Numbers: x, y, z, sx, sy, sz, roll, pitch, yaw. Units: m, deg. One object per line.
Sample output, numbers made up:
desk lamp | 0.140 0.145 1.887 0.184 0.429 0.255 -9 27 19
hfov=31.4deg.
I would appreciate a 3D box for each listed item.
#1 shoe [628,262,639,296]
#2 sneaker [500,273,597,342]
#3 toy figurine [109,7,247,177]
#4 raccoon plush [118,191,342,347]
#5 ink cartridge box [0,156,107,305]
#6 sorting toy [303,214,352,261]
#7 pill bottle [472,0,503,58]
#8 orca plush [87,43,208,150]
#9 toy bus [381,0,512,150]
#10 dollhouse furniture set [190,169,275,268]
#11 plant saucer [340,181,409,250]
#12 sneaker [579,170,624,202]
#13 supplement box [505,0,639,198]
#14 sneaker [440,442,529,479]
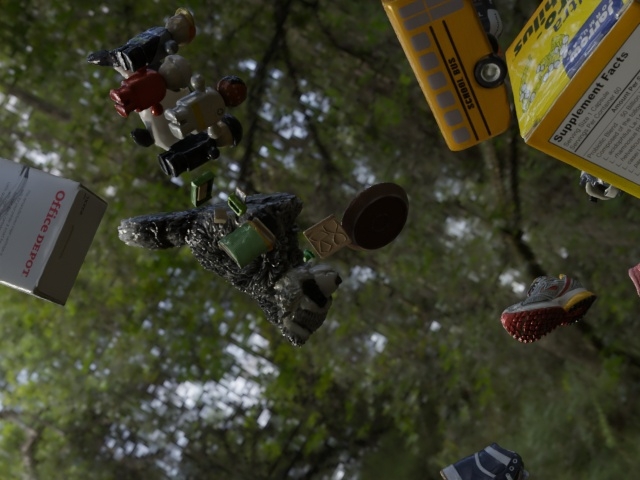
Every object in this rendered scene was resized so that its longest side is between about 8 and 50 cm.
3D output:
shoe | 0.712 0.111 2.334 0.081 0.178 0.063 -36 2 32
sneaker | 0.399 0.119 2.064 0.225 0.093 0.088 -12 -43 -43
toy figurine | -0.215 -0.231 1.786 0.148 0.213 0.209 -33 -14 -24
raccoon plush | -0.174 0.069 2.350 0.216 0.446 0.299 -28 -69 -57
ink cartridge box | -0.598 -0.031 2.179 0.223 0.307 0.129 -69 -20 -9
sorting toy | 0.000 0.000 1.806 0.083 0.062 0.012 -31 26 11
pill bottle | 0.293 -0.469 2.324 0.130 0.246 0.130 -18 -10 -3
orca plush | -0.298 -0.253 1.985 0.151 0.102 0.287 -46 -46 12
toy bus | 0.186 -0.308 1.693 0.130 0.333 0.108 -22 29 12
dollhouse furniture set | -0.137 -0.037 1.764 0.076 0.152 0.058 -34 -21 -27
plant saucer | 0.121 -0.043 2.382 0.168 0.029 0.168 -19 -49 -24
sneaker | 0.502 -0.151 2.036 0.235 0.094 0.153 -116 41 -64
supplement box | 0.412 -0.161 1.260 0.194 0.356 0.195 -56 19 34
sneaker | 0.364 0.517 2.198 0.153 0.282 0.099 -32 -37 -3
